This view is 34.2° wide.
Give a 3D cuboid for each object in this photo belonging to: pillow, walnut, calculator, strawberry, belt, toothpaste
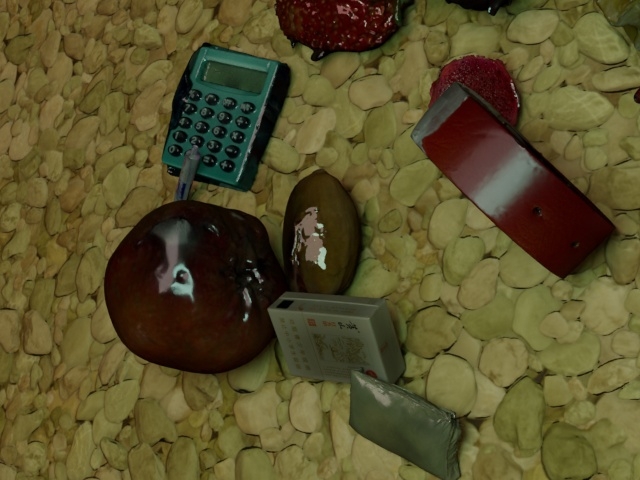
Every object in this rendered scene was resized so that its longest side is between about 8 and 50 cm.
[{"bbox_3d":[0.125,0.279,1.577,0.208,0.053,0.119,22,119,35],"label":"pillow"},{"bbox_3d":[0.000,0.000,1.733,0.137,0.137,0.245,-10,70,33],"label":"walnut"},{"bbox_3d":[-0.192,-0.239,1.992,0.248,0.058,0.274,19,88,39],"label":"calculator"},{"bbox_3d":[0.010,-0.440,1.863,0.306,0.138,0.233,-9,72,32],"label":"strawberry"},{"bbox_3d":[0.268,-0.094,1.490,0.324,0.227,0.115,45,102,14],"label":"belt"},{"bbox_3d":[-0.256,-0.112,1.977,0.045,0.028,0.170,55,139,33],"label":"toothpaste"}]

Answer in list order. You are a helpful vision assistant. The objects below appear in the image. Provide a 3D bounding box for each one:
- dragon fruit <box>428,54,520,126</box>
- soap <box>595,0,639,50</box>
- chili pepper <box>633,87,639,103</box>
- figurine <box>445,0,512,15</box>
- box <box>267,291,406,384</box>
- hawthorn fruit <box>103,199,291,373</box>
[{"bbox_3d":[0.233,-0.209,1.657,0.111,0.153,0.153,158,127,-77],"label":"dragon fruit"},{"bbox_3d":[0.496,-0.501,1.509,0.304,0.169,0.339,-34,60,23],"label":"soap"},{"bbox_3d":[0.589,-0.151,1.393,0.368,0.092,0.137,51,126,42],"label":"chili pepper"},{"bbox_3d":[0.235,-0.517,1.709,0.281,0.167,0.370,-28,54,10],"label":"figurine"},{"bbox_3d":[0.025,0.157,1.659,0.201,0.058,0.141,1,121,38],"label":"box"},{"bbox_3d":[-0.218,0.079,1.769,0.325,0.308,0.308,11,82,48],"label":"hawthorn fruit"}]
